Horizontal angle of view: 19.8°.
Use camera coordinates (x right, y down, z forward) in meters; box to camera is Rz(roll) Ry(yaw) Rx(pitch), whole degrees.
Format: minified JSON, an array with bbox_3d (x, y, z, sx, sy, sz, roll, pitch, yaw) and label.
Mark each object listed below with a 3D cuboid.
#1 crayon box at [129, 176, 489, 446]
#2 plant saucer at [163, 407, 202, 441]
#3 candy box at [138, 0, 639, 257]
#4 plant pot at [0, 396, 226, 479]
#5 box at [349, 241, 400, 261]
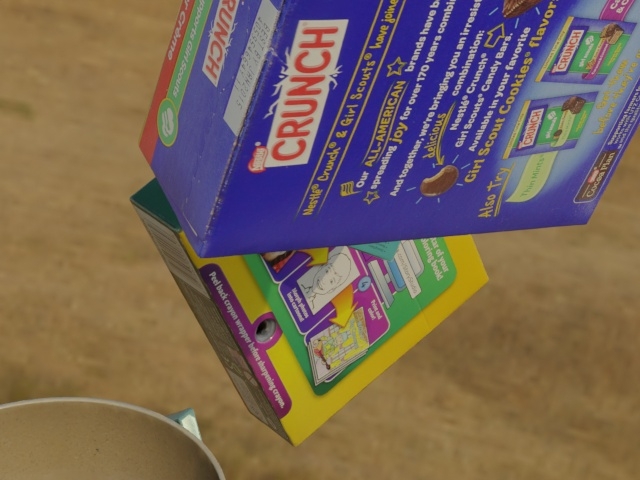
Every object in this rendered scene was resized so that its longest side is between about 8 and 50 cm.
[{"bbox_3d":[0.000,0.000,2.028,0.313,0.363,0.106,-40,43,-17],"label":"crayon box"},{"bbox_3d":[-0.120,0.259,1.755,0.018,0.192,0.067,-13,-6,-41],"label":"plant saucer"},{"bbox_3d":[0.072,-0.133,1.158,0.317,0.268,0.122,-5,44,-33],"label":"candy box"},{"bbox_3d":[-0.195,0.272,1.301,0.284,0.191,0.284,-4,34,3],"label":"plant pot"},{"bbox_3d":[0.087,-0.109,1.749,0.060,0.244,0.100,20,26,-4],"label":"box"}]
